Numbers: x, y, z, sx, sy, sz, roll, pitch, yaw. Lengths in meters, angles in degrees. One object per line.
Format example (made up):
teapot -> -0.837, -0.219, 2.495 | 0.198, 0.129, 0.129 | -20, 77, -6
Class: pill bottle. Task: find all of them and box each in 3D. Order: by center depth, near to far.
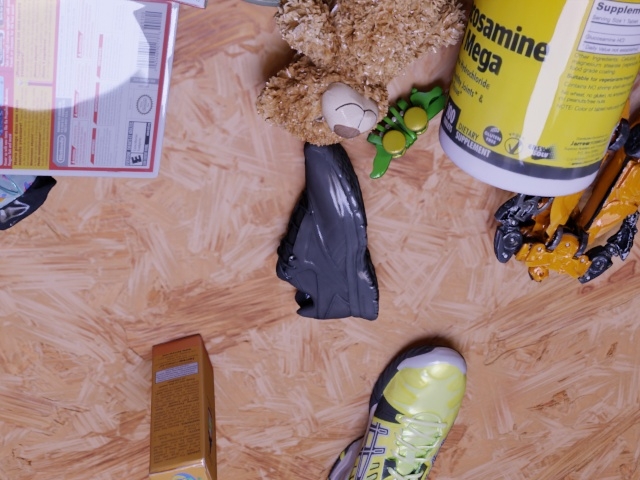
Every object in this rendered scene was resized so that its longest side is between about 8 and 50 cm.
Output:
pill bottle -> 0.251, -0.230, 0.899 | 0.188, 0.188, 0.334 | 3, 123, -13

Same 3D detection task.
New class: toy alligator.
toy alligator -> 0.113, -0.157, 1.037 | 0.051, 0.056, 0.190 | 43, 95, 6

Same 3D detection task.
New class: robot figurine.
robot figurine -> 0.347, -0.071, 1.119 | 0.211, 0.085, 0.291 | 15, 120, -20

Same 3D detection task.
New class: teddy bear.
teddy bear -> 0.065, -0.234, 0.903 | 0.338, 0.113, 0.245 | -50, 156, 13

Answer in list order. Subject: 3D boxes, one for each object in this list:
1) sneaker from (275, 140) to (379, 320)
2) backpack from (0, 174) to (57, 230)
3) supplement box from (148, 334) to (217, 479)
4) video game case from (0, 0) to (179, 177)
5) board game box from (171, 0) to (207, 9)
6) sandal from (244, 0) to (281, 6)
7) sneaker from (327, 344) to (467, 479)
sneaker -> 0.000, 0.000, 1.093 | 0.130, 0.109, 0.286 | -9, 124, 3
backpack -> -0.402, -0.089, 0.942 | 0.152, 0.115, 0.182 | -28, 123, 12
supplement box -> -0.182, 0.235, 1.138 | 0.080, 0.233, 0.078 | -14, 126, -2
video game case -> -0.293, -0.158, 0.847 | 0.285, 0.025, 0.204 | 0, 123, -23
board game box -> -0.150, -0.369, 0.782 | 0.145, 0.027, 0.281 | 11, 103, -11
sandal -> -0.115, -0.306, 0.861 | 0.302, 0.086, 0.120 | 11, 122, -19
sneaker -> 0.133, 0.327, 1.320 | 0.145, 0.147, 0.385 | 12, 121, -16
